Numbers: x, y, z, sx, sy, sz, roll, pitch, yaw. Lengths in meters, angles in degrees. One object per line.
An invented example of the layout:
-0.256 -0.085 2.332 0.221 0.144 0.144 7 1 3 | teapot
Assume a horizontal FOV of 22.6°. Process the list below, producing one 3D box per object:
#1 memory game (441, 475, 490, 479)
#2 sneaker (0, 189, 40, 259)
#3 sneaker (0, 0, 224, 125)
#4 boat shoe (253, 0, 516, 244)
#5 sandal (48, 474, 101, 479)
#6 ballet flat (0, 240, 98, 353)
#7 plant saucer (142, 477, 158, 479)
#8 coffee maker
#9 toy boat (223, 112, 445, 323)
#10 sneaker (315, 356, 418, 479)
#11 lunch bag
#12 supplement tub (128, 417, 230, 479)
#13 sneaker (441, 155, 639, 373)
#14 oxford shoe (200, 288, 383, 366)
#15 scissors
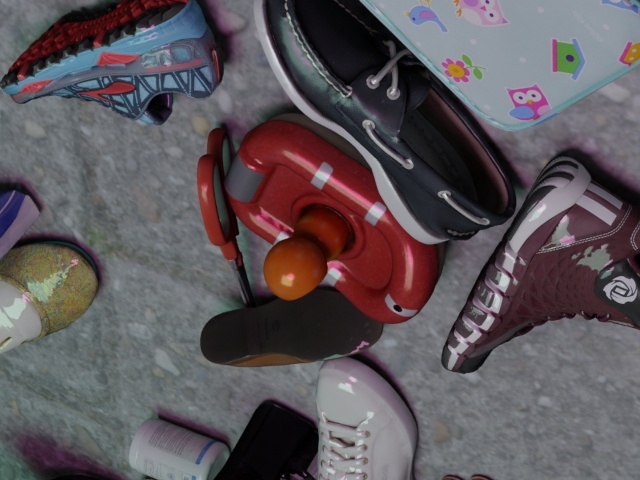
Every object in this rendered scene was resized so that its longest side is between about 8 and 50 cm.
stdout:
0.196 0.330 1.800 0.186 0.012 0.186 21 139 19 | memory game
-0.488 -0.031 1.848 0.315 0.127 0.182 -9 125 43 | sneaker
-0.201 -0.153 1.541 0.261 0.104 0.125 -9 125 41 | sneaker
0.062 -0.121 1.383 0.091 0.114 0.302 -12 133 43 | boat shoe
-0.265 0.397 2.137 0.445 0.107 0.167 19 150 3 | sandal
-0.398 0.090 1.913 0.348 0.123 0.123 -14 120 43 | ballet flat
-0.200 0.335 2.089 0.083 0.015 0.083 20 139 18 | plant saucer
-0.082 0.274 1.814 0.171 0.178 0.120 42 139 -11 | coffee maker
0.000 0.000 1.506 0.231 0.151 0.151 34 141 3 | toy boat
0.042 0.260 1.757 0.105 0.123 0.290 10 133 31 | sneaker
0.125 -0.227 1.227 0.279 0.108 0.224 45 143 -10 | lunch bag
-0.171 0.264 1.955 0.107 0.071 0.071 19 138 21 | supplement tub
0.221 0.062 1.448 0.162 0.106 0.281 29 140 4 | sneaker
-0.019 0.097 1.696 0.212 0.076 0.076 -7 163 31 | oxford shoe
-0.092 0.016 1.628 0.021 0.109 0.297 -2 132 5 | scissors
